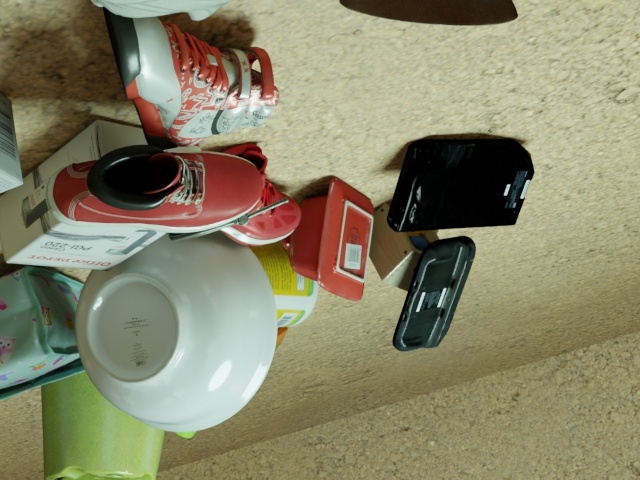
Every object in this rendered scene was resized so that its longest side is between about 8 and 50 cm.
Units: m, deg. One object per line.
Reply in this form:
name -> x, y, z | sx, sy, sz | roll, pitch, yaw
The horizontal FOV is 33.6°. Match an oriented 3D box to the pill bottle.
pill bottle -> -0.132, 0.060, 1.588 | 0.245, 0.136, 0.136 | 6, 152, -44

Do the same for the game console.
game console -> 0.177, 0.015, 1.557 | 0.213, 0.044, 0.362 | -3, 123, -30

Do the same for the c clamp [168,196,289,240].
c clamp -> -0.118, -0.021, 1.276 | 0.137, 0.022, 0.160 | -21, -173, -14

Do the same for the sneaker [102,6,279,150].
sneaker -> -0.119, -0.172, 1.033 | 0.144, 0.090, 0.270 | -14, 164, -4

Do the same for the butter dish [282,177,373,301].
butter dish -> 0.000, 0.000, 1.550 | 0.118, 0.160, 0.160 | 3, 169, 26

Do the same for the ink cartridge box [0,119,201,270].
ink cartridge box -> -0.262, -0.046, 1.269 | 0.217, 0.092, 0.158 | -27, 157, 37

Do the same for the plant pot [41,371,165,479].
plant pot -> -0.358, 0.281, 1.771 | 0.275, 0.254, 0.276 | 0, 156, 0

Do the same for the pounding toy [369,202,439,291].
pounding toy -> 0.150, 0.005, 1.656 | 0.141, 0.130, 0.100 | 22, 121, -41

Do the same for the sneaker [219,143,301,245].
sneaker -> -0.082, -0.058, 1.378 | 0.221, 0.087, 0.128 | 4, 155, -45

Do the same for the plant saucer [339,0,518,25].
plant saucer -> 0.102, -0.231, 0.990 | 0.168, 0.029, 0.168 | 3, -158, -1

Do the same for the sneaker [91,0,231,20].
sneaker -> -0.172, -0.226, 0.834 | 0.292, 0.110, 0.118 | 3, 163, -39

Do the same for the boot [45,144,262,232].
boot -> -0.138, -0.058, 1.092 | 0.244, 0.089, 0.176 | -5, 177, -34

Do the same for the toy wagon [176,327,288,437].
toy wagon -> -0.143, 0.217, 1.918 | 0.267, 0.068, 0.344 | -53, 173, 14

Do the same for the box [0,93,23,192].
box -> -0.359, -0.100, 1.035 | 0.087, 0.101, 0.102 | -19, 159, 14

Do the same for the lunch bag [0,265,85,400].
lunch bag -> -0.450, 0.144, 1.567 | 0.223, 0.160, 0.262 | -21, 171, 8

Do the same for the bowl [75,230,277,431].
bowl -> -0.217, 0.113, 1.404 | 0.297, 0.298, 0.134 | -22, 170, 20
